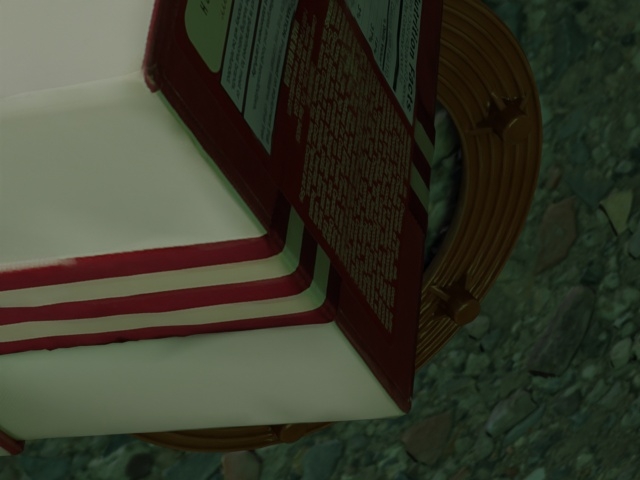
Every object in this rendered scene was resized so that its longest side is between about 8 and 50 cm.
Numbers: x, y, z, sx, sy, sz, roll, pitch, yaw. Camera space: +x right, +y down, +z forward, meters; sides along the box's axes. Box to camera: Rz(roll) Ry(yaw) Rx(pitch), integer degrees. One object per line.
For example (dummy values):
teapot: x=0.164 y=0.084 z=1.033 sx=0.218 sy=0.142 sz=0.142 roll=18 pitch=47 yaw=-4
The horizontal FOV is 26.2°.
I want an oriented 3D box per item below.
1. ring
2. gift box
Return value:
ring: x=0.000 y=0.000 z=0.821 sx=0.336 sy=0.032 sz=0.336 roll=-19 pitch=133 yaw=-22
gift box: x=-0.116 y=-0.083 z=0.520 sx=0.258 sy=0.255 sz=0.276 roll=-8 pitch=142 yaw=22
